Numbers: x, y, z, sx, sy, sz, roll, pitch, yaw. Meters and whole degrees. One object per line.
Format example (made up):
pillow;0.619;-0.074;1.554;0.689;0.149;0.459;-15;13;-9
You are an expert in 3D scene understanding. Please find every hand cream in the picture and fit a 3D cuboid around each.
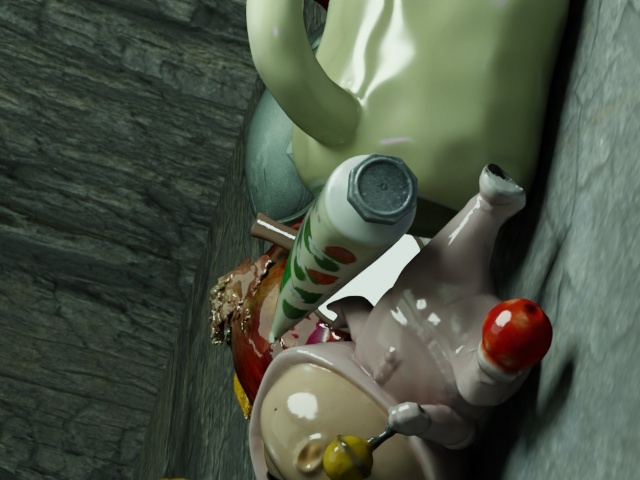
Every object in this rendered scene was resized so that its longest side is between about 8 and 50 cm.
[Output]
hand cream;0.007;0.001;1.290;0.276;0.059;0.095;132;157;-70

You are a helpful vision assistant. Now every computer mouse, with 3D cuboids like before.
computer mouse;0.001;-0.190;2.205;0.379;0.090;0.167;-61;27;13

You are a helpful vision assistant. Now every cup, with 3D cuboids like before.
cup;0.067;-0.126;1.317;0.255;0.173;0.202;45;-123;-66

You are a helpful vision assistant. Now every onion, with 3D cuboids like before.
onion;-0.019;0.065;1.729;0.230;0.163;0.230;-156;90;-85

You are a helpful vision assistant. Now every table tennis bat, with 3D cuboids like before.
table tennis bat;0.000;0.000;1.586;0.107;0.170;0.119;-61;-25;-11

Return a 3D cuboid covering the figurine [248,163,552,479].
figurine;0.044;0.094;1.240;0.186;0.176;0.287;-16;-27;-50

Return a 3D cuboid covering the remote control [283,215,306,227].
remote control;-0.030;0.048;2.231;0.103;0.051;0.293;119;163;-57

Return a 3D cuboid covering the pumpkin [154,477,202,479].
pumpkin;-0.107;0.377;2.028;0.280;0.190;0.139;36;117;35

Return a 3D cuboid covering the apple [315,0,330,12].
apple;0.045;-0.342;1.691;0.317;0.288;0.288;-61;10;7

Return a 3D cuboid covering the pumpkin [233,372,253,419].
pumpkin;-0.071;0.167;2.277;0.083;0.054;0.074;-118;36;-47
